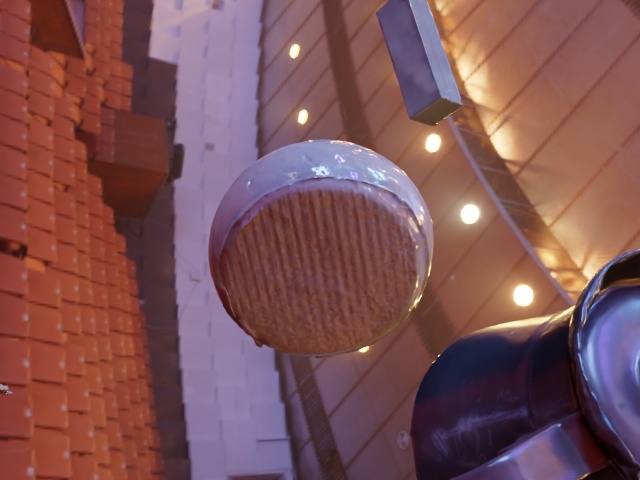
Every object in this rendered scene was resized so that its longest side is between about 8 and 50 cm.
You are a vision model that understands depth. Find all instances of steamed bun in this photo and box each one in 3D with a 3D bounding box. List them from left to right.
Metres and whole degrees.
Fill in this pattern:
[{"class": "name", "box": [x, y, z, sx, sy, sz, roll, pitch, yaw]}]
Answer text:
[{"class": "steamed bun", "box": [0.000, 0.000, 1.111, 0.241, 0.375, 0.374, -95, -153, -56]}]

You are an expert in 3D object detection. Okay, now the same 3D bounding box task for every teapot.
[{"class": "teapot", "box": [0.247, 0.195, 0.661, 0.305, 0.376, 0.361, 61, -27, 22]}]

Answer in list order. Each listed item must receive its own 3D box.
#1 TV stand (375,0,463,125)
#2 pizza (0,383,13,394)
[{"class": "TV stand", "box": [0.201, -0.375, 1.358, 0.088, 0.083, 0.269, -30, -116, 40]}, {"class": "pizza", "box": [-0.624, 0.282, 1.271, 0.037, 0.083, 0.016, -10, -119, 19]}]
